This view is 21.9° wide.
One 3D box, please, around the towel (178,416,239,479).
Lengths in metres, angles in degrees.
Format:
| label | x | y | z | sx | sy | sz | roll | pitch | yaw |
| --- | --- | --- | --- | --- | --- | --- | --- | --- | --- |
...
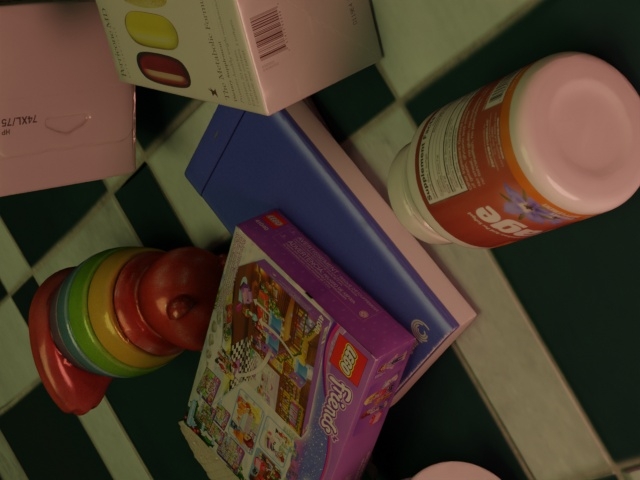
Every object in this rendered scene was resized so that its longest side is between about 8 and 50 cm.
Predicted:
| label | x | y | z | sx | sy | sz | roll | pitch | yaw |
| --- | --- | --- | --- | --- | --- | --- | --- | --- | --- |
| towel | -0.068 | 0.276 | 1.951 | 0.187 | 0.049 | 0.282 | 63 | 151 | -2 |

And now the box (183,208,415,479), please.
| label | x | y | z | sx | sy | sz | roll | pitch | yaw |
| --- | --- | --- | --- | --- | --- | --- | --- | --- | --- |
| box | -0.029 | 0.141 | 1.626 | 0.201 | 0.057 | 0.293 | 43 | 138 | 26 |

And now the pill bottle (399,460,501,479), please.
| label | x | y | z | sx | sy | sz | roll | pitch | yaw |
| --- | --- | --- | --- | --- | --- | --- | --- | --- | --- |
| pill bottle | 0.093 | 0.329 | 1.636 | 0.162 | 0.162 | 0.278 | 53 | 148 | 14 |

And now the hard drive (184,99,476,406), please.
| label | x | y | z | sx | sy | sz | roll | pitch | yaw |
| --- | --- | --- | --- | --- | --- | --- | --- | --- | --- |
| hard drive | 0.000 | 0.000 | 1.598 | 0.318 | 0.040 | 0.210 | 52 | 147 | 12 |

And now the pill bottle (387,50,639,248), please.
| label | x | y | z | sx | sy | sz | roll | pitch | yaw |
| --- | --- | --- | --- | --- | --- | --- | --- | --- | --- |
| pill bottle | 0.143 | -0.060 | 1.267 | 0.121 | 0.121 | 0.216 | 63 | 151 | -3 |

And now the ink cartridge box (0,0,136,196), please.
| label | x | y | z | sx | sy | sz | roll | pitch | yaw |
| --- | --- | --- | --- | --- | --- | --- | --- | --- | --- |
| ink cartridge box | -0.358 | -0.172 | 1.780 | 0.270 | 0.198 | 0.197 | 13 | 108 | 39 |

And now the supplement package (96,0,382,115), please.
| label | x | y | z | sx | sy | sz | roll | pitch | yaw |
| --- | --- | --- | --- | --- | --- | --- | --- | --- | --- |
| supplement package | -0.083 | -0.211 | 1.471 | 0.244 | 0.134 | 0.139 | 17 | 128 | 51 |

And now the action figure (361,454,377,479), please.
| label | x | y | z | sx | sy | sz | roll | pitch | yaw |
| --- | --- | --- | --- | --- | --- | --- | --- | --- | --- |
| action figure | 0.009 | 0.189 | 1.743 | 0.137 | 0.063 | 0.232 | -26 | 89 | 58 |

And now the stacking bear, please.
| label | x | y | z | sx | sy | sz | roll | pitch | yaw |
| --- | --- | --- | --- | --- | --- | --- | --- | --- | --- |
| stacking bear | -0.200 | 0.081 | 1.894 | 0.289 | 0.175 | 0.164 | -18 | 107 | 50 |
